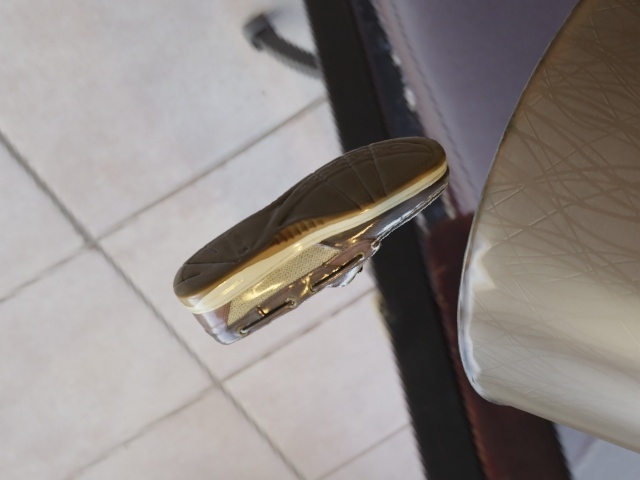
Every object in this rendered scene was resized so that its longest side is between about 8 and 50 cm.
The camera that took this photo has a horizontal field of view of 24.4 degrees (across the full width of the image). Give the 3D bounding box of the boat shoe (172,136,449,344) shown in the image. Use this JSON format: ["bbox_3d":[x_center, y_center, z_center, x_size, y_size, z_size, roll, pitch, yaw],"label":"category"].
[{"bbox_3d":[0.000,0.000,0.751,0.152,0.056,0.049,-28,124,3],"label":"boat shoe"}]

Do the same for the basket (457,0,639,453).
[{"bbox_3d":[0.188,0.016,0.510,0.154,0.227,0.204,8,107,-51],"label":"basket"}]
